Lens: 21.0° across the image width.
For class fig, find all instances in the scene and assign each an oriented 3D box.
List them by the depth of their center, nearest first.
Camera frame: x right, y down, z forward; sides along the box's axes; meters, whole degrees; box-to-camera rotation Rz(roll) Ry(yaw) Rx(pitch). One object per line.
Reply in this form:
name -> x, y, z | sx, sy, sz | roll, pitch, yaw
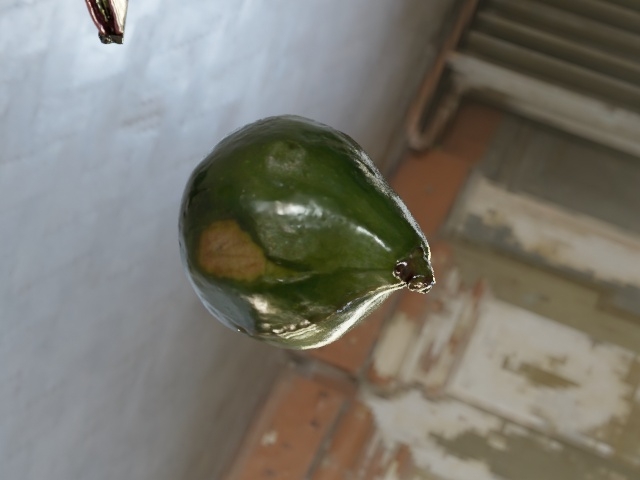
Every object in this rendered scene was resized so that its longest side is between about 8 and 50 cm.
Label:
fig -> 0.000, 0.000, 1.412 | 0.195, 0.245, 0.195 | -22, 116, -56

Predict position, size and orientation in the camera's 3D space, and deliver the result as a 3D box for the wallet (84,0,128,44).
wallet -> -0.123, -0.250, 1.061 | 0.119, 0.025, 0.232 | 89, 5, -73
